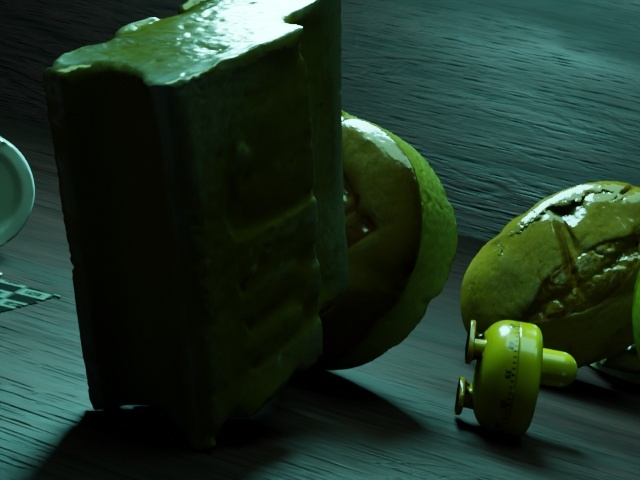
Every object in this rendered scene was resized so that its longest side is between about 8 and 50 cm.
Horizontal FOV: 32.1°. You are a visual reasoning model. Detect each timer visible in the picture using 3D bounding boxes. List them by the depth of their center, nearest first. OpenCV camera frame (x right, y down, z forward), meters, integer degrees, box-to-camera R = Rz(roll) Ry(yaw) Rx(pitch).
[{"bbox_3d":[0.185,0.127,1.023,0.109,0.107,0.107,9,7,4],"label":"timer"}]

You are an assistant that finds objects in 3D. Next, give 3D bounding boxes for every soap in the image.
[{"bbox_3d":[-0.072,-0.033,0.840,0.143,0.281,0.259,12,33,28],"label":"soap"}]

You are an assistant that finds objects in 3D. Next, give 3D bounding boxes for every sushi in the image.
[{"bbox_3d":[-0.374,0.026,1.117,0.201,0.031,0.139,14,7,9],"label":"sushi"}]

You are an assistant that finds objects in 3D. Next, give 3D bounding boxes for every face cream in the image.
[{"bbox_3d":[-0.472,-0.091,1.401,0.145,0.145,0.369,9,9,-29],"label":"face cream"}]

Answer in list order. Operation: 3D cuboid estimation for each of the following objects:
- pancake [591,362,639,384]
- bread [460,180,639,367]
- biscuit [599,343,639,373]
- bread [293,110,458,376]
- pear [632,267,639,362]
[{"bbox_3d":[0.425,0.165,1.468,0.158,0.028,0.158,6,8,-1],"label":"pancake"},{"bbox_3d":[0.296,0.049,1.309,0.195,0.269,0.142,60,9,11],"label":"bread"},{"bbox_3d":[0.386,0.122,1.478,0.154,0.045,0.299,1,11,-16],"label":"biscuit"},{"bbox_3d":[0.000,0.000,1.080,0.270,0.270,0.148,18,1,37],"label":"bread"},{"bbox_3d":[0.448,0.088,0.943,0.352,0.352,0.413,16,1,24],"label":"pear"}]
